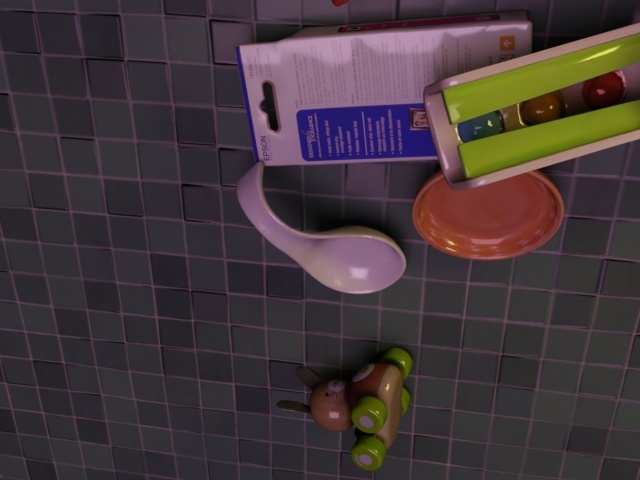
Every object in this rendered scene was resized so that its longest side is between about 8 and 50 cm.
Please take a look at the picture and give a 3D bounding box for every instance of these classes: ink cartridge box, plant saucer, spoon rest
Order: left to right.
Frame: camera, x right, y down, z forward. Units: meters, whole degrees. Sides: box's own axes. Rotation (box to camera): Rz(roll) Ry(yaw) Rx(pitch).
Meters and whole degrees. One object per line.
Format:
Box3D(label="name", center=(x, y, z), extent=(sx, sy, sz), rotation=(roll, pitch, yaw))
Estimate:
Box3D(label="spoon rest", center=(0.000, 0.000, 1.136), extent=(0.276, 0.084, 0.137), rotation=(33, 132, -23))
Box3D(label="ink cartridge box", center=(0.085, -0.191, 1.046), extent=(0.370, 0.069, 0.176), rotation=(-2, 120, 10))
Box3D(label="plant saucer", center=(0.224, -0.046, 1.086), extent=(0.199, 0.037, 0.200), rotation=(4, 142, 3))

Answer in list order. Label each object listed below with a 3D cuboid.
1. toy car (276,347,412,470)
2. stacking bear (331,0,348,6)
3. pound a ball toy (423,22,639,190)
Box3D(label="toy car", center=(0.033, 0.247, 1.271), extent=(0.188, 0.155, 0.149), rotation=(11, 122, 20))
Box3D(label="stacking bear", center=(0.127, -0.393, 0.876), extent=(0.288, 0.175, 0.164), rotation=(-15, 123, 9))
Box3D(label="pound a ball toy", center=(0.279, -0.200, 0.926), extent=(0.319, 0.136, 0.208), rotation=(-17, 95, -5))
